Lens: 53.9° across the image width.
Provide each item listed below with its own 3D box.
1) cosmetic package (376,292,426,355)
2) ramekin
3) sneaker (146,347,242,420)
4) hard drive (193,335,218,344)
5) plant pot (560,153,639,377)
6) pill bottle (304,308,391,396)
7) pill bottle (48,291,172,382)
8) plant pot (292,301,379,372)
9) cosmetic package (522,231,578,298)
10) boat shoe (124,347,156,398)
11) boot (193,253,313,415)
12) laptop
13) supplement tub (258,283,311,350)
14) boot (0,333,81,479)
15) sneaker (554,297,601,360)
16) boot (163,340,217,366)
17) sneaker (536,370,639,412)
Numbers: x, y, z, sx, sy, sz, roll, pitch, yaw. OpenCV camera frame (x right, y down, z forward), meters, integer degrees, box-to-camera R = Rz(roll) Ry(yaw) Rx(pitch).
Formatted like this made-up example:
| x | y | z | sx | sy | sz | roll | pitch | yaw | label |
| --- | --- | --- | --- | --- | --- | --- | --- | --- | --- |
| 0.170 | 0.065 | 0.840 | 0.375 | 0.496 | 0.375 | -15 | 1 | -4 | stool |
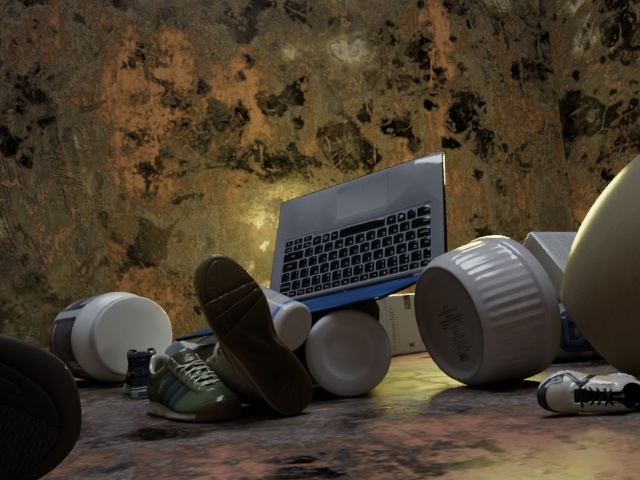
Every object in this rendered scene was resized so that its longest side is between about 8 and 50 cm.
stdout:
| x | y | z | sx | sy | sz | roll | pitch | yaw | label |
| --- | --- | --- | --- | --- | --- | --- | --- | --- | --- |
| 0.193 | 0.215 | 1.631 | 0.183 | 0.151 | 0.151 | -2 | -7 | -34 | cosmetic package |
| 0.220 | 0.103 | 0.878 | 0.109 | 0.207 | 0.207 | -12 | -3 | -23 | ramekin |
| -0.172 | 0.183 | 0.815 | 0.064 | 0.086 | 0.192 | 1 | -9 | -42 | sneaker |
| -0.173 | 0.245 | 1.431 | 0.233 | 0.047 | 0.353 | -30 | -18 | 27 | hard drive |
| 0.418 | 0.060 | 0.783 | 0.191 | 0.284 | 0.284 | -43 | -24 | 23 | plant pot |
| 0.037 | 0.165 | 0.958 | 0.121 | 0.121 | 0.216 | -5 | -7 | -1 | pill bottle |
| -0.504 | 0.232 | 1.504 | 0.210 | 0.210 | 0.363 | 0 | -8 | -35 | pill bottle |
| 0.023 | 0.182 | 1.274 | 0.188 | 0.187 | 0.167 | -9 | -21 | 33 | plant pot |
| 0.574 | 0.099 | 1.292 | 0.365 | 0.155 | 0.197 | 0 | -50 | -23 | cosmetic package |
| -0.324 | 0.238 | 1.152 | 0.065 | 0.083 | 0.183 | -2 | -7 | -22 | boat shoe |
| -0.109 | 0.124 | 0.798 | 0.077 | 0.213 | 0.165 | -35 | 6 | -27 | boot |
| 0.000 | 0.000 | 1.099 | 0.382 | 0.408 | 0.236 | -15 | -36 | 30 | laptop |
| -0.071 | 0.104 | 0.866 | 0.107 | 0.071 | 0.071 | 20 | 12 | 41 | supplement tub |
| -0.391 | 0.145 | 0.495 | 0.377 | 0.138 | 0.284 | -8 | -5 | -22 | boot |
| 0.491 | 0.146 | 1.090 | 0.319 | 0.112 | 0.131 | -3 | -10 | -22 | sneaker |
| -0.171 | 0.223 | 1.073 | 0.123 | 0.095 | 0.258 | 16 | -15 | -35 | boot |
| 0.261 | 0.144 | 0.597 | 0.109 | 0.040 | 0.044 | -5 | -5 | -4 | sneaker |
